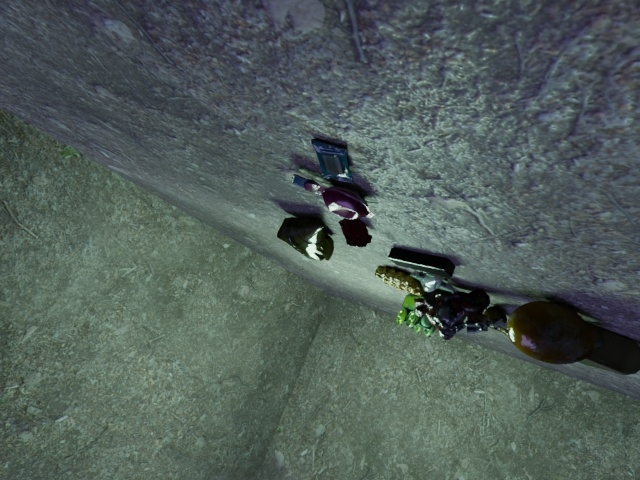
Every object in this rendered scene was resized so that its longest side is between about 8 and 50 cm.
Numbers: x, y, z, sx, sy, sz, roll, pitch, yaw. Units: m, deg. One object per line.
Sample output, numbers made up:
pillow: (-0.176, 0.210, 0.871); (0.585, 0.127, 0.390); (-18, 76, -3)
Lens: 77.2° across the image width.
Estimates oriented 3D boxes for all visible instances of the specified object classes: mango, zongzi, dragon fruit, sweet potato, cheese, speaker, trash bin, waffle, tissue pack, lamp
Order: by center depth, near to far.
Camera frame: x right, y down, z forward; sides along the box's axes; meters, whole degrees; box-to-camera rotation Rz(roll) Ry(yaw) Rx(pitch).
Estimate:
tissue pack: (0.030, -0.181, 0.922); (0.085, 0.028, 0.138); (16, 162, 18)
cheese: (0.035, -0.120, 1.093); (0.244, 0.062, 0.155); (25, 167, -3)
mango: (0.751, 0.297, 1.281); (0.316, 0.193, 0.146); (13, -170, -9)
dragon fruit: (0.117, -0.031, 1.335); (0.131, 0.097, 0.063); (8, -174, -43)
speaker: (0.349, 0.075, 1.397); (0.218, 0.044, 0.082); (12, 163, 42)
trash bin: (0.954, 0.381, 1.433); (0.243, 0.121, 0.247); (21, 172, 14)
zongzi: (0.000, 0.000, 1.557); (0.251, 0.125, 0.274); (32, 159, -34)
sweet potato: (0.709, 0.316, 1.610); (0.108, 0.079, 0.346); (24, -173, 19)
lamp: (0.536, 0.312, 1.780); (0.223, 0.151, 0.215); (10, 144, -22)
waffle: (0.375, 0.191, 1.839); (0.253, 0.056, 0.249); (29, 168, -15)

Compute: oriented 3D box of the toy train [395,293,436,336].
toy train: (0.517, 0.383, 2.097); (0.159, 0.188, 0.272); (26, 170, -10)

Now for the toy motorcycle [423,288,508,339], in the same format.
toy motorcycle: (0.557, 0.285, 1.521); (0.134, 0.207, 0.401); (13, 169, -38)

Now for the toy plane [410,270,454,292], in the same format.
toy plane: (0.427, 0.157, 1.532); (0.174, 0.080, 0.174); (22, 171, 4)
